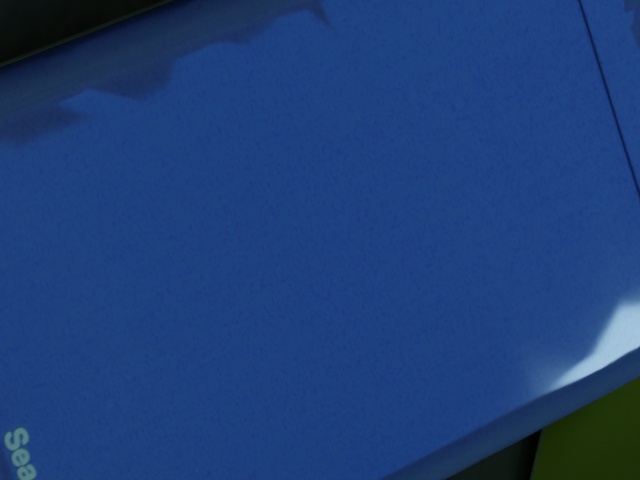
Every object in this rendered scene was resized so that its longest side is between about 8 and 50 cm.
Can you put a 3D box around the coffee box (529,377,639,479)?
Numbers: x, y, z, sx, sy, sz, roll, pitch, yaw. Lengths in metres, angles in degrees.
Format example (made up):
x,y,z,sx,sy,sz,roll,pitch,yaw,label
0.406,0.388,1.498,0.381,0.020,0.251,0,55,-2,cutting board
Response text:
x,y,z,sx,sy,sz,roll,pitch,yaw,label
0.248,0.266,0.793,0.334,0.338,0.337,81,21,-43,coffee box

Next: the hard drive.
x,y,z,sx,sy,sz,roll,pitch,yaw,label
0.000,0.000,0.711,0.319,0.040,0.210,-24,104,-22,hard drive

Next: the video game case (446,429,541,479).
x,y,z,sx,sy,sz,roll,pitch,yaw,label
0.107,0.206,0.963,0.329,0.036,0.300,15,85,-71,video game case
